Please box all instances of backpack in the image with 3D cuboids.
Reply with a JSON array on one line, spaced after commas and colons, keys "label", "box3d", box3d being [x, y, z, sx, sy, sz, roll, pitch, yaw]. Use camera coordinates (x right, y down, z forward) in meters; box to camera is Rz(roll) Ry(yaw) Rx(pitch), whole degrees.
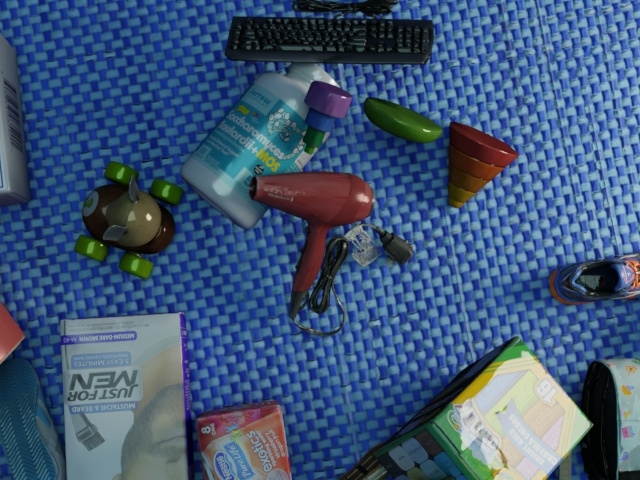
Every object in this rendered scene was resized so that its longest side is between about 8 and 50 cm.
[{"label": "backpack", "box3d": [0.468, 0.269, 1.780, 0.144, 0.166, 0.188, -8, 88, -3]}]

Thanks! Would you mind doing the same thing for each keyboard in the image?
[{"label": "keyboard", "box3d": [0.018, -0.334, 1.841, 0.317, 0.201, 0.033, 2, 128, 3]}]

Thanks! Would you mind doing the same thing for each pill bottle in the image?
[{"label": "pill bottle", "box3d": [-0.084, -0.158, 1.819, 0.146, 0.146, 0.264, 39, 85, 3]}]

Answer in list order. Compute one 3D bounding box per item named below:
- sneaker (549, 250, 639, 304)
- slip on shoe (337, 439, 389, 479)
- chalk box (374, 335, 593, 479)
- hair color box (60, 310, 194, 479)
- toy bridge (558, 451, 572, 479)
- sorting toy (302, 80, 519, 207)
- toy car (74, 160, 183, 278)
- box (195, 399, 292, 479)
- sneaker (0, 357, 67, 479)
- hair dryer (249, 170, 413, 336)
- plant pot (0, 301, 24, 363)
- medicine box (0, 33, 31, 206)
[{"label": "sneaker", "box3d": [0.475, 0.060, 1.840, 0.221, 0.087, 0.083, -12, 85, -2]}, {"label": "slip on shoe", "box3d": [0.083, 0.361, 1.827, 0.135, 0.051, 0.041, -38, 126, -12]}, {"label": "chalk box", "box3d": [0.218, 0.310, 1.706, 0.289, 0.180, 0.179, -38, 86, -35]}, {"label": "hair color box", "box3d": [-0.291, 0.283, 1.793, 0.185, 0.110, 0.339, -4, 86, -3]}, {"label": "toy bridge", "box3d": [0.371, 0.326, 1.824, 0.026, 0.063, 0.188, -6, 84, -2]}, {"label": "sorting toy", "box3d": [0.127, -0.135, 1.807, 0.365, 0.127, 0.126, 14, 109, -26]}, {"label": "toy car", "box3d": [-0.299, -0.039, 1.781, 0.149, 0.188, 0.155, 21, 84, 1]}, {"label": "box", "box3d": [-0.111, 0.307, 1.717, 0.122, 0.257, 0.128, -8, 85, -4]}, {"label": "sneaker", "box3d": [-0.447, 0.290, 1.801, 0.087, 0.092, 0.229, -20, 66, -1]}, {"label": "hair dryer", "box3d": [0.000, 0.000, 1.783, 0.223, 0.080, 0.293, -44, 115, -7]}, {"label": "plant pot", "box3d": [-0.592, 0.131, 1.734, 0.243, 0.275, 0.275, 45, 85, -7]}, {"label": "medicine box", "box3d": [-0.615, -0.175, 1.807, 0.289, 0.149, 0.263, -8, 85, -2]}]
